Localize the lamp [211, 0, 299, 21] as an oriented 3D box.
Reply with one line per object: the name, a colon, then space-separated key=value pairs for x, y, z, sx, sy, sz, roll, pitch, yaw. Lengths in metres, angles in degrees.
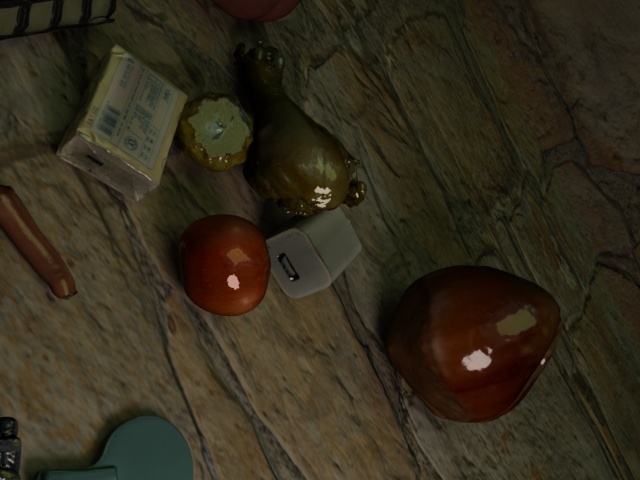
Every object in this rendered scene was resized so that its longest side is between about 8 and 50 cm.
lamp: x=-0.133 y=-0.594 z=1.295 sx=0.305 sy=0.239 sz=0.306 roll=24 pitch=56 yaw=-41

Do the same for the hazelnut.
hazelnut: x=0.319 y=0.203 z=1.345 sx=0.372 sy=0.372 sz=0.316 roll=9 pitch=53 yaw=-47

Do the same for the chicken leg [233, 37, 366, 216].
chicken leg: x=-0.072 y=-0.219 z=1.220 sx=0.152 sy=0.201 sz=0.430 roll=35 pitch=28 yaw=-55

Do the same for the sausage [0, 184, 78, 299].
sausage: x=-0.384 y=0.003 z=0.868 sx=0.040 sy=0.047 sz=0.177 roll=-39 pitch=102 yaw=-34

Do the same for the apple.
apple: x=-0.156 y=0.038 z=1.031 sx=0.139 sy=0.163 sz=0.164 roll=5 pitch=67 yaw=-29

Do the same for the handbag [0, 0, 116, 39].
handbag: x=-0.474 y=-0.435 z=0.894 sx=0.325 sy=0.162 sz=0.327 roll=62 pitch=33 yaw=-10

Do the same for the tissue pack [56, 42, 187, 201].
tissue pack: x=-0.303 y=-0.184 z=1.018 sx=0.148 sy=0.092 sz=0.196 roll=34 pitch=50 yaw=-33

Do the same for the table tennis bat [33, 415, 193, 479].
table tennis bat: x=-0.266 y=0.312 z=0.866 sx=0.237 sy=0.038 sz=0.149 roll=12 pitch=64 yaw=-50

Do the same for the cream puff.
cream puff: x=-0.193 y=-0.189 z=1.144 sx=0.146 sy=0.116 sz=0.146 roll=2 pitch=87 yaw=-28

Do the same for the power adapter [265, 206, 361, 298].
power adapter: x=0.000 y=0.000 z=1.249 sx=0.130 sy=0.125 sz=0.205 roll=59 pitch=38 yaw=-9

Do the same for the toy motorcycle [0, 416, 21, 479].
toy motorcycle: x=-0.387 y=0.255 z=0.734 sx=0.194 sy=0.061 sz=0.124 roll=61 pitch=37 yaw=-5
